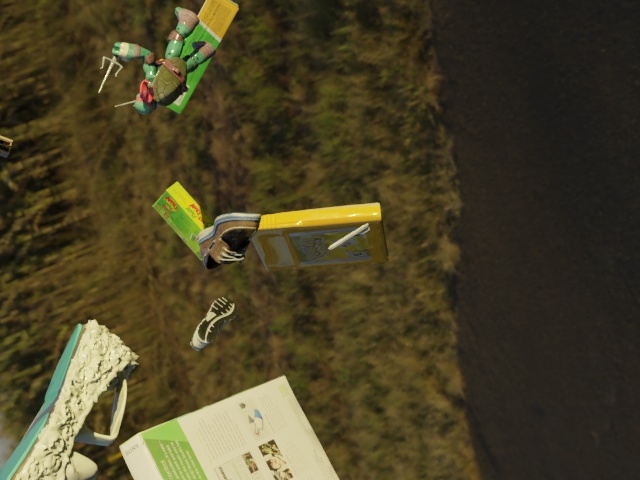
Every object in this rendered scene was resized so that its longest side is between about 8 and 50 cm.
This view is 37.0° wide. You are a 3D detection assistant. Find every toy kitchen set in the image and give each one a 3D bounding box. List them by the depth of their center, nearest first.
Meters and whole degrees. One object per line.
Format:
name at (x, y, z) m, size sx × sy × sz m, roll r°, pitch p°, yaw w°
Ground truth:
toy kitchen set at (-0.621, -0.218, 1.845) m, size 0.083 × 0.075 × 0.068 m, roll -31°, pitch 45°, yaw 48°

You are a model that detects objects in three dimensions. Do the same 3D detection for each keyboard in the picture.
keyboard at (0.043, -0.004, 1.574) m, size 0.014 × 0.072 × 0.256 m, roll 63°, pitch 180°, yaw 1°

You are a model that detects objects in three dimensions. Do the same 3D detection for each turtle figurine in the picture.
turtle figurine at (-0.286, -0.296, 1.710) m, size 0.118 × 0.234 × 0.175 m, roll 27°, pitch 153°, yaw 19°

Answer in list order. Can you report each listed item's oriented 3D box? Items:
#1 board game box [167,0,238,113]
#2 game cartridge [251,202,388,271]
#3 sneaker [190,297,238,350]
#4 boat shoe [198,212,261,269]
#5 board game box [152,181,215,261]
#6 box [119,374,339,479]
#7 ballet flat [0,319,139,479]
board game box at (-0.257, -0.405, 2.013) m, size 0.064 × 0.242 × 0.316 m, roll 29°, pitch -168°, yaw -12°
game cartridge at (0.000, 0.000, 2.372) m, size 0.285 × 0.323 × 0.053 m, roll 70°, pitch -167°, yaw -66°
sneaker at (-0.165, 0.127, 1.460) m, size 0.040 × 0.109 × 0.044 m, roll 42°, pitch 131°, yaw 0°
boat shoe at (-0.136, 0.004, 1.471) m, size 0.183 × 0.066 × 0.066 m, roll 149°, pitch 120°, yaw -63°
board game box at (-0.316, -0.045, 2.313) m, size 0.181 × 0.043 × 0.092 m, roll 48°, pitch 139°, yaw -3°
box at (-0.110, 0.340, 1.368) m, size 0.058 × 0.322 × 0.232 m, roll -37°, pitch 76°, yaw 32°
ballet flat at (-0.368, 0.285, 1.410) m, size 0.409 × 0.146 × 0.147 m, roll -73°, pitch -19°, yaw -48°
